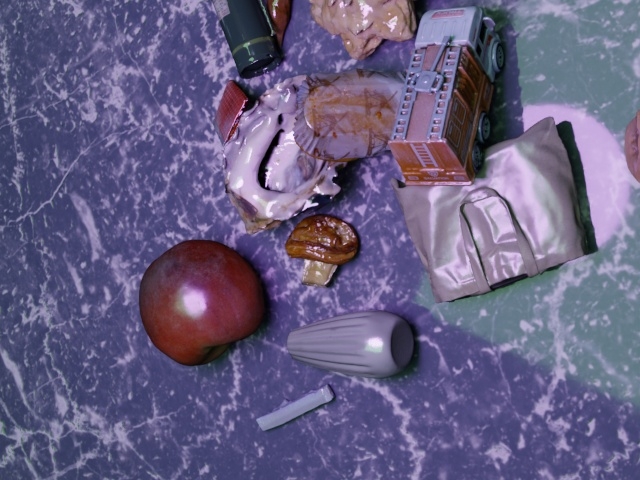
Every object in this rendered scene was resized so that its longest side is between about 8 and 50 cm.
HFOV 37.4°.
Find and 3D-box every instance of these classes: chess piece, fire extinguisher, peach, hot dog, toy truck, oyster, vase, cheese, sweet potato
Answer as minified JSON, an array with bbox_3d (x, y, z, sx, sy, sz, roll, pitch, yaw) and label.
[{"bbox_3d":[0.513,-0.138,1.428,0.137,0.301,0.137,1,93,24],"label":"chess piece"},{"bbox_3d":[-0.165,-0.472,1.869,0.118,0.093,0.294,-31,77,51],"label":"fire extinguisher"},{"bbox_3d":[-0.241,0.118,1.869,0.252,0.252,0.252,2,94,27],"label":"peach"},{"bbox_3d":[0.072,-0.223,1.684,0.082,0.270,0.162,170,93,-66],"label":"hot dog"},{"bbox_3d":[0.210,-0.254,1.599,0.136,0.162,0.305,3,65,28],"label":"toy truck"},{"bbox_3d":[-0.048,-0.157,1.768,0.238,0.115,0.351,37,101,11],"label":"oyster"},{"bbox_3d":[0.000,0.003,1.823,0.147,0.065,0.099,9,54,28],"label":"hot dog"},{"bbox_3d":[0.049,0.197,1.790,0.248,0.128,0.128,-5,91,35],"label":"vase"},{"bbox_3d":[0.006,0.066,1.843,0.084,0.041,0.060,12,92,45],"label":"cheese"},{"bbox_3d":[-0.081,-0.439,1.858,0.049,0.049,0.117,6,106,27],"label":"sweet potato"}]

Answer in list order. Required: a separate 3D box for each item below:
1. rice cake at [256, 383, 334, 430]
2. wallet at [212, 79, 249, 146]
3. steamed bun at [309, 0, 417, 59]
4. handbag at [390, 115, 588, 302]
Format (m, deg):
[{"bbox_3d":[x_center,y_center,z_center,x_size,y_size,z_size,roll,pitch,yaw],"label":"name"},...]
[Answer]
[{"bbox_3d":[-0.052,0.333,1.895,0.180,0.030,0.042,-30,85,25],"label":"rice cake"},{"bbox_3d":[-0.178,-0.251,1.854,0.020,0.196,0.103,19,104,-19],"label":"wallet"},{"bbox_3d":[0.074,-0.478,1.699,0.292,0.137,0.295,22,102,36],"label":"steamed bun"},{"bbox_3d":[0.300,-0.044,1.650,0.316,0.109,0.253,-21,85,24],"label":"handbag"}]
